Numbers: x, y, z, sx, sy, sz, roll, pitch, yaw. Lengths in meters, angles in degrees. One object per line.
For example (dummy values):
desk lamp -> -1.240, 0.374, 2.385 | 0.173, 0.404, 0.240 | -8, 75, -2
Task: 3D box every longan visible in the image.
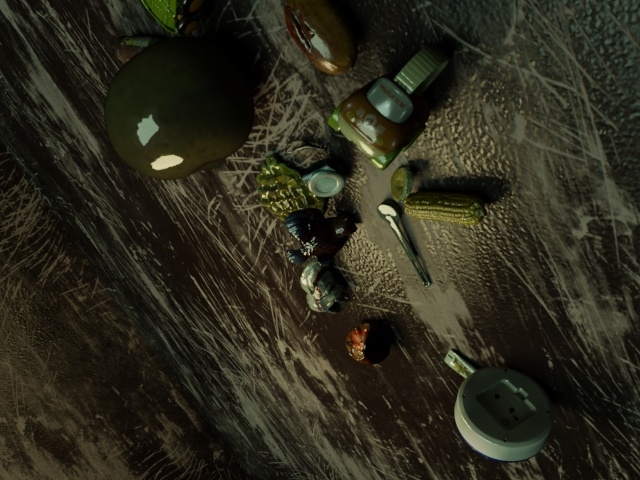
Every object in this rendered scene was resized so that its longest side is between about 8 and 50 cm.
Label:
longan -> -0.342, -0.310, 1.464 | 0.360, 0.361, 0.361 | 28, 142, 24

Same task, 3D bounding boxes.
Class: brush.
brush -> 0.215, 0.011, 1.498 | 0.062, 0.027, 0.266 | -1, 128, 48

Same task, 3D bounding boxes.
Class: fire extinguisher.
fire extinguisher -> -0.446, -0.495, 1.626 | 0.252, 0.075, 0.106 | 16, 131, 35

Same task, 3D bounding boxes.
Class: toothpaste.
toothpaste -> 0.446, 0.385, 1.626 | 0.255, 0.037, 0.067 | 36, 145, 21

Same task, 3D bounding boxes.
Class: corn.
corn -> 0.268, -0.073, 1.312 | 0.207, 0.068, 0.068 | 12, 133, 45

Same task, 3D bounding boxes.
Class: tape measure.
tape measure -> -0.009, -0.193, 1.513 | 0.107, 0.104, 0.180 | 49, -172, -47

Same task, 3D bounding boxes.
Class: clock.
clock -> 0.450, 0.422, 1.484 | 0.230, 0.230, 0.083 | 27, 138, 26

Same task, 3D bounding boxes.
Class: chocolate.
chocolate -> 0.137, 0.300, 1.795 | 0.127, 0.124, 0.133 | 64, 172, -31

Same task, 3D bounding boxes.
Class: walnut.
walnut -> -0.002, -0.424, 1.203 | 0.207, 0.116, 0.115 | 54, 145, -11

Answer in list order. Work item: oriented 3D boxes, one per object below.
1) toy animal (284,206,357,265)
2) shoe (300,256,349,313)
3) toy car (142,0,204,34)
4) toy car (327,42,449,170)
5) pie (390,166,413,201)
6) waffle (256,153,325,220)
toy animal -> 0.008, -0.003, 1.589 | 0.179, 0.116, 0.218 | -12, 137, 29
shoe -> 0.020, 0.146, 1.764 | 0.125, 0.099, 0.228 | 31, 149, 34
toy car -> -0.317, -0.585, 1.339 | 0.200, 0.142, 0.248 | 48, 156, -2
toy car -> 0.146, -0.269, 1.126 | 0.145, 0.235, 0.235 | 42, 146, 4
pie -> 0.183, -0.128, 1.356 | 0.084, 0.019, 0.085 | -176, 90, -67
waffle -> -0.089, -0.117, 1.654 | 0.223, 0.054, 0.204 | 34, 145, 13
